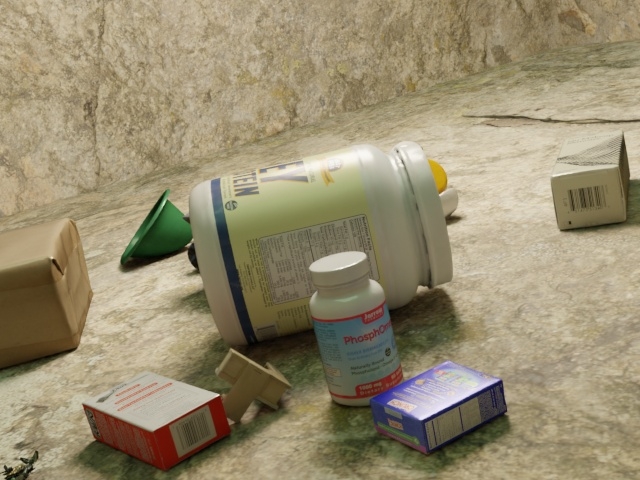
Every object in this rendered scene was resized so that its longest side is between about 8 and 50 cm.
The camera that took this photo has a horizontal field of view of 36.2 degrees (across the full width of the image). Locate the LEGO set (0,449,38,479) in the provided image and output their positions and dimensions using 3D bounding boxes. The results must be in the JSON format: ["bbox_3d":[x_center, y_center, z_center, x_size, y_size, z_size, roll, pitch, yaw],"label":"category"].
[{"bbox_3d":[-0.346,0.267,1.087,0.083,0.023,0.054,-30,16,-12],"label":"LEGO set"}]

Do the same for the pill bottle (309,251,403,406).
[{"bbox_3d":[0.037,0.098,1.099,0.087,0.160,0.087,-13,15,3],"label":"pill bottle"}]

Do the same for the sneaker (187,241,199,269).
[{"bbox_3d":[-0.141,-0.003,1.791,0.211,0.080,0.081,-10,12,25],"label":"sneaker"}]

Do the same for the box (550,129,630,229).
[{"bbox_3d":[0.456,-0.106,1.637,0.113,0.094,0.275,-8,16,20],"label":"box"}]

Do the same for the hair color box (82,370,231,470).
[{"bbox_3d":[-0.190,0.203,1.120,0.093,0.053,0.167,-25,20,-35],"label":"hair color box"}]

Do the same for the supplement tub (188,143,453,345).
[{"bbox_3d":[0.000,0.000,1.354,0.325,0.235,0.235,-14,14,-1],"label":"supplement tub"}]

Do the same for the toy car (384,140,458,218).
[{"bbox_3d":[0.143,-0.080,1.769,0.182,0.159,0.136,-25,-16,-38],"label":"toy car"}]

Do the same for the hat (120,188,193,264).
[{"bbox_3d":[-0.278,0.007,2.006,0.208,0.183,0.173,-57,14,-4],"label":"hat"}]

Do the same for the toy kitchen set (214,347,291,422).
[{"bbox_3d":[-0.093,0.169,1.145,0.068,0.083,0.075,-56,19,0],"label":"toy kitchen set"}]

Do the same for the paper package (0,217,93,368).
[{"bbox_3d":[-0.559,0.100,1.613,0.325,0.168,0.309,-14,14,-6],"label":"paper package"}]

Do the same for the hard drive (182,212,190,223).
[{"bbox_3d":[-0.112,-0.003,1.608,0.054,0.172,0.255,-57,27,-14],"label":"hard drive"}]

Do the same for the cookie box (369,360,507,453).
[{"bbox_3d":[0.120,0.168,0.998,0.107,0.040,0.092,-20,16,-27],"label":"cookie box"}]
